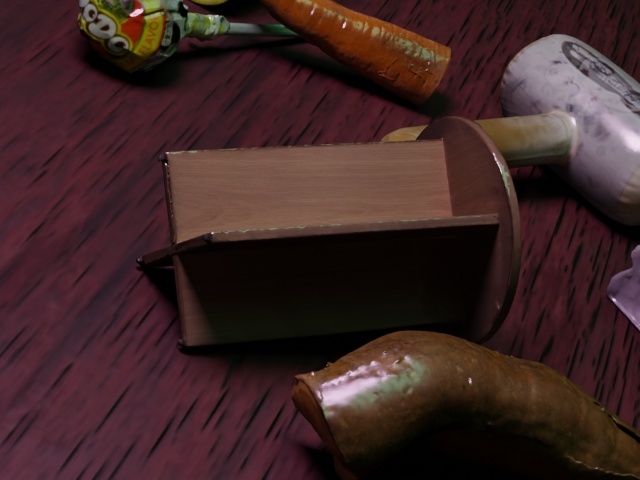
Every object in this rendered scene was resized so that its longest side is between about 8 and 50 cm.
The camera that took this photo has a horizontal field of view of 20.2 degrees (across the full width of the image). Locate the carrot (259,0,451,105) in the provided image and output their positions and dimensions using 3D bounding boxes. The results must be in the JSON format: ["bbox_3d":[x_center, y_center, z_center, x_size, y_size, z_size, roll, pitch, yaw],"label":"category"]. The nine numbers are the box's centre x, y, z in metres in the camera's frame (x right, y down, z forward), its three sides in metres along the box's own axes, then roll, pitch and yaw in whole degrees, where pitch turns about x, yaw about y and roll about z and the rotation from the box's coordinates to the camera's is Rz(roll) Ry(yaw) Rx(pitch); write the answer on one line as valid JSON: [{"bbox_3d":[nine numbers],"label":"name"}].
[{"bbox_3d":[0.015,-0.191,1.612,0.210,0.061,0.061,25,28,-17],"label":"carrot"}]

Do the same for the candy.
[{"bbox_3d":[-0.094,-0.193,1.573,0.305,0.083,0.091,-7,71,-54],"label":"candy"}]

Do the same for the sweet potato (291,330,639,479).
[{"bbox_3d":[0.107,0.125,1.190,0.286,0.085,0.112,19,62,-30],"label":"sweet potato"}]

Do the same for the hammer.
[{"bbox_3d":[0.174,-0.084,1.553,0.305,0.113,0.202,-12,42,-39],"label":"hammer"}]

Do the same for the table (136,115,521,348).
[{"bbox_3d":[0.000,0.000,1.250,0.227,0.167,0.167,-4,38,-25],"label":"table"}]

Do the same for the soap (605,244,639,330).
[{"bbox_3d":[0.376,-0.005,1.375,0.159,0.302,0.258,-8,42,-32],"label":"soap"}]

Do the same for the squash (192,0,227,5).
[{"bbox_3d":[-0.061,-0.281,1.725,0.090,0.075,0.200,7,20,25],"label":"squash"}]
